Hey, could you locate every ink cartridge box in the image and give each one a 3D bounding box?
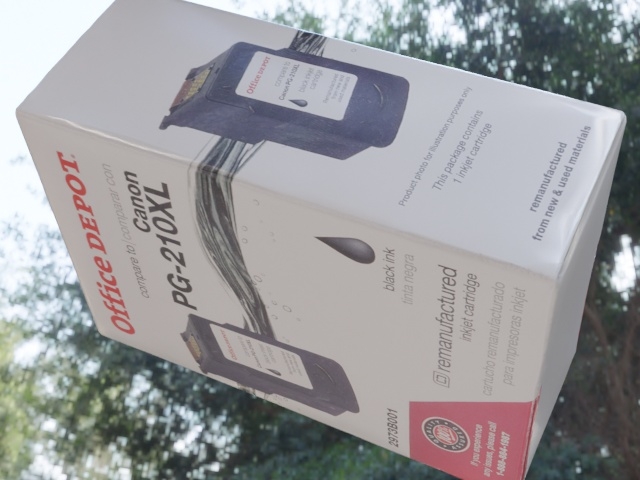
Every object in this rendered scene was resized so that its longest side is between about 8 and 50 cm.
[{"bbox_3d":[0.000,0.000,0.483,0.237,0.100,0.172,18,-37,19],"label":"ink cartridge box"}]
